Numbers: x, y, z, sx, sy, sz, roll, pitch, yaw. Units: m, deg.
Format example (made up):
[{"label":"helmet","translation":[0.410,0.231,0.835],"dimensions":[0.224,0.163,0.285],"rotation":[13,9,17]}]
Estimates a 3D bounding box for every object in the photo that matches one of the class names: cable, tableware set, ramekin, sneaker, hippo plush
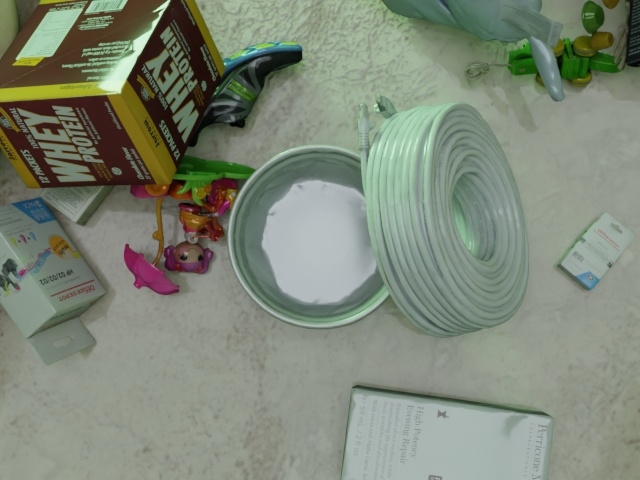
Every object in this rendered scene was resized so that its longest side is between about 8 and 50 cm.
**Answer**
[{"label":"cable","translation":[0.144,-0.024,1.188],"dimensions":[0.089,0.257,0.257],"rotation":[-13,72,35]},{"label":"tableware set","translation":[0.345,-0.281,1.267],"dimensions":[0.104,0.024,0.154],"rotation":[48,59,-36]},{"label":"ramekin","translation":[0.000,0.000,1.258],"dimensions":[0.207,0.109,0.207],"rotation":[0,85,3]},{"label":"sneaker","translation":[-0.101,-0.179,1.306],"dimensions":[0.188,0.067,0.078],"rotation":[-34,106,-2]},{"label":"hippo plush","translation":[0.206,-0.361,1.213],"dimensions":[0.294,0.234,0.236],"rotation":[33,75,27]}]

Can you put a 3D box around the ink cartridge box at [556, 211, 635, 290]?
[{"label":"ink cartridge box","translation":[0.325,0.012,1.283],"dimensions":[0.048,0.028,0.083],"rotation":[41,88,5]}]

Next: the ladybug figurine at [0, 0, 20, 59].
[{"label":"ladybug figurine","translation":[-0.500,-0.264,1.272],"dimensions":[0.305,0.162,0.449],"rotation":[-18,85,1]}]

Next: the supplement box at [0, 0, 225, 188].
[{"label":"supplement box","translation":[-0.238,-0.171,1.200],"dimensions":[0.191,0.129,0.194],"rotation":[0,48,23]}]

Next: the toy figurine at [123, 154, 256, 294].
[{"label":"toy figurine","translation":[-0.167,-0.014,1.279],"dimensions":[0.173,0.130,0.159],"rotation":[2,106,-28]}]

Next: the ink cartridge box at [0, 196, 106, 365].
[{"label":"ink cartridge box","translation":[-0.323,0.045,1.262],"dimensions":[0.061,0.104,0.181],"rotation":[-38,85,25]}]

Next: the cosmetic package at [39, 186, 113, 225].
[{"label":"cosmetic package","translation":[-0.277,-0.080,1.309],"dimensions":[0.060,0.041,0.115],"rotation":[39,88,5]}]

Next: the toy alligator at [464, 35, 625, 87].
[{"label":"toy alligator","translation":[0.265,-0.219,1.295],"dimensions":[0.190,0.056,0.051],"rotation":[-1,45,2]}]

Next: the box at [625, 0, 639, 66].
[{"label":"box","translation":[0.446,-0.273,1.247],"dimensions":[0.156,0.093,0.158],"rotation":[6,85,-19]}]

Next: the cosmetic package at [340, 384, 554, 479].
[{"label":"cosmetic package","translation":[0.144,0.239,1.246],"dimensions":[0.231,0.085,0.117],"rotation":[7,86,4]}]
